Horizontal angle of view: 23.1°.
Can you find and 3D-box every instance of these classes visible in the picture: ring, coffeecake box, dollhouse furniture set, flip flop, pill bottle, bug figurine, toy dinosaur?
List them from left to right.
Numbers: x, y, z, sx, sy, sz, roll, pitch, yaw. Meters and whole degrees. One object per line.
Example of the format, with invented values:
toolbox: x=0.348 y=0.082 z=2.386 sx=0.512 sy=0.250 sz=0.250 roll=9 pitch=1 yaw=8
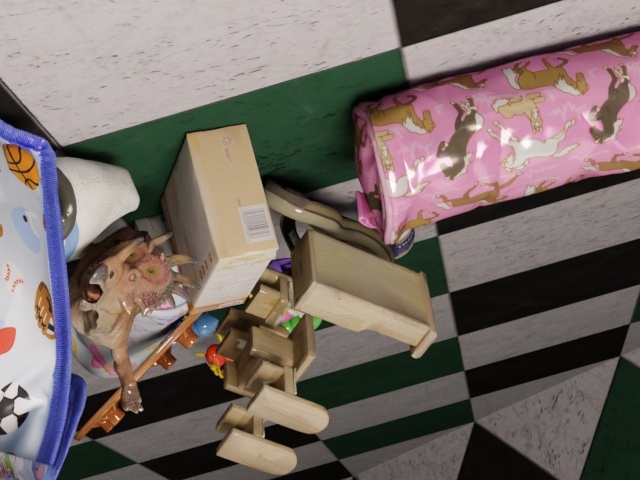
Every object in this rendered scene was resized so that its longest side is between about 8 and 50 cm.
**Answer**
toy dinosaur: x=-0.214 y=0.041 z=1.679 sx=0.127 sy=0.295 sz=0.200 roll=21 pitch=112 yaw=-18
ring: x=-0.187 y=0.138 z=1.996 sx=0.336 sy=0.032 sz=0.336 roll=-47 pitch=-179 yaw=1
coffeecake box: x=-0.112 y=-0.019 z=1.676 sx=0.068 sy=0.142 sz=0.185 roll=-10 pitch=163 yaw=-18
bug figurine: x=-0.117 y=0.130 z=2.284 sx=0.216 sy=0.072 sz=0.279 roll=-19 pitch=163 yaw=13
dollhouse furniture set: x=-0.001 y=0.127 z=1.814 sx=0.161 sy=0.212 sz=0.242 roll=22 pitch=124 yaw=-21
flip flop: x=0.000 y=0.000 z=1.871 sx=0.112 sy=0.080 sz=0.277 roll=22 pitch=176 yaw=26
pill bottle: x=0.085 y=-0.022 z=1.976 sx=0.067 sy=0.067 sz=0.120 roll=-16 pitch=164 yaw=1

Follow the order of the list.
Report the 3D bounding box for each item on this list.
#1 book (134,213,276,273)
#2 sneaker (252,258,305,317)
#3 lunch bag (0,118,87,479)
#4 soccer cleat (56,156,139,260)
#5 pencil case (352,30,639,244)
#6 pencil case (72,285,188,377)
book: x=-0.133 y=-0.001 z=1.804 sx=0.144 sy=0.096 sz=0.035 roll=-8 pitch=125 yaw=-16
sneaker: x=-0.032 y=0.061 z=2.152 sx=0.071 sy=0.068 sz=0.170 roll=-32 pitch=159 yaw=24
lunch bag: x=-0.389 y=0.102 z=1.356 sx=0.328 sy=0.385 sz=0.239 roll=-24 pitch=150 yaw=23
soccer cleat: x=-0.323 y=0.008 z=1.632 sx=0.331 sy=0.116 sz=0.143 roll=-24 pitch=171 yaw=36
pencil case: x=0.221 y=-0.112 z=1.656 sx=0.386 sy=0.167 sz=0.160 roll=-13 pitch=-161 yaw=-6
pencil case: x=-0.235 y=0.078 z=1.941 sx=0.113 sy=0.124 sz=0.273 roll=-48 pitch=-177 yaw=-31
